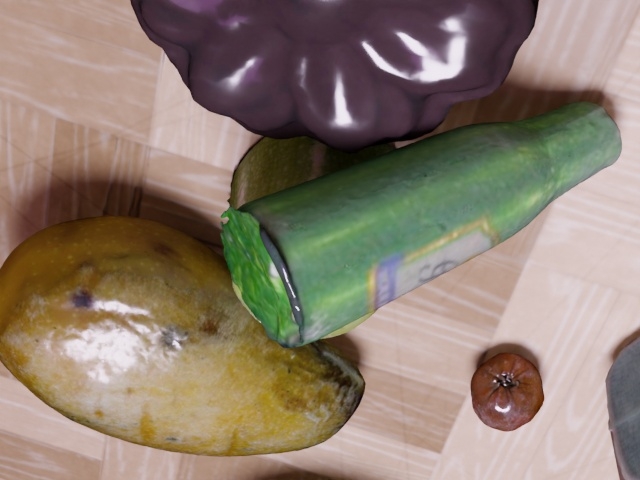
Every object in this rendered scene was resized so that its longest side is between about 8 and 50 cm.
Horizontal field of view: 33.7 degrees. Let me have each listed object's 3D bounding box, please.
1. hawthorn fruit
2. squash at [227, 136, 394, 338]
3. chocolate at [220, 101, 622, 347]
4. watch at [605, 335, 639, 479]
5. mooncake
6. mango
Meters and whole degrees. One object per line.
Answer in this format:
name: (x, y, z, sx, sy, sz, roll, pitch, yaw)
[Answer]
hawthorn fruit: (0.166, 0.142, 0.948, 0.067, 0.067, 0.103, 7, 157, 9)
squash: (0.000, 0.000, 0.847, 0.170, 0.123, 0.170, 4, 122, 6)
chocolate: (0.082, -0.026, 0.734, 0.291, 0.110, 0.110, -23, 126, -21)
watch: (0.368, 0.176, 0.862, 0.241, 0.162, 0.253, 32, 127, -19)
mooncake: (0.008, -0.188, 0.694, 0.283, 0.141, 0.283, 6, 128, 8)
mango: (-0.124, 0.093, 0.922, 0.329, 0.175, 0.176, 28, 152, -30)
